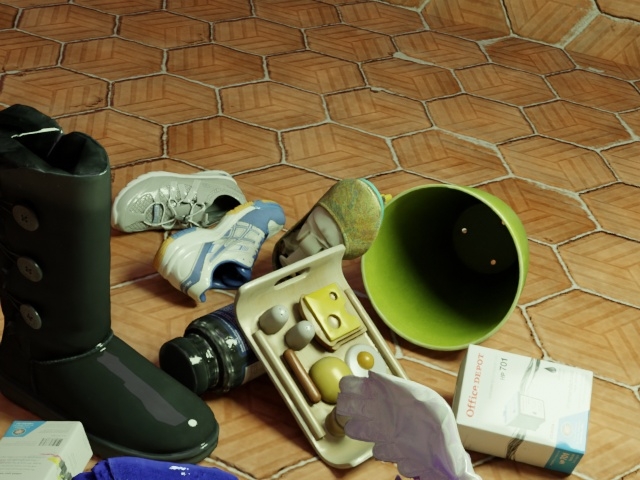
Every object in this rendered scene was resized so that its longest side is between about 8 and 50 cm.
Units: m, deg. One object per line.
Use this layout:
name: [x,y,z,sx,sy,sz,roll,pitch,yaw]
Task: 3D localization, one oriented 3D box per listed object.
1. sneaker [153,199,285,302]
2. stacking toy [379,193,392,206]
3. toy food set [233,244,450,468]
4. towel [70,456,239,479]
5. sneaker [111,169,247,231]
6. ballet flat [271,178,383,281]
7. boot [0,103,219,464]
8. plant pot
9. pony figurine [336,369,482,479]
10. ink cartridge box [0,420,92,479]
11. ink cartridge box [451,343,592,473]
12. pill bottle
sneaker: [-0.154,0.027,1.870,0.131,0.112,0.296,44,45,19]
stacking toy: [0.117,-0.050,1.996,0.167,0.052,0.221,-18,12,-34]
toy food set: [0.035,0.165,1.573,0.220,0.092,0.306,-23,76,-39]
towel: [-0.147,0.370,1.185,0.228,0.076,0.308,10,29,-29]
sneaker: [-0.257,-0.069,1.971,0.281,0.105,0.115,-17,39,-35]
ballet flat: [0.000,0.000,1.759,0.123,0.348,0.123,5,73,-18]
boot: [-0.297,0.071,1.415,0.367,0.445,0.146,18,33,15]
plant pot: [0.250,0.022,1.832,0.275,0.274,0.293,21,17,20]
pony figurine: [0.164,0.327,1.232,0.351,0.303,0.363,-2,-22,43]
ink cartridge box: [-0.381,0.312,1.355,0.104,0.061,0.181,-2,29,16]
ink cartridge box: [0.296,0.249,1.563,0.191,0.082,0.139,13,57,3]
pill bottle: [-0.132,0.160,1.616,0.219,0.123,0.123,-22,42,-39]
